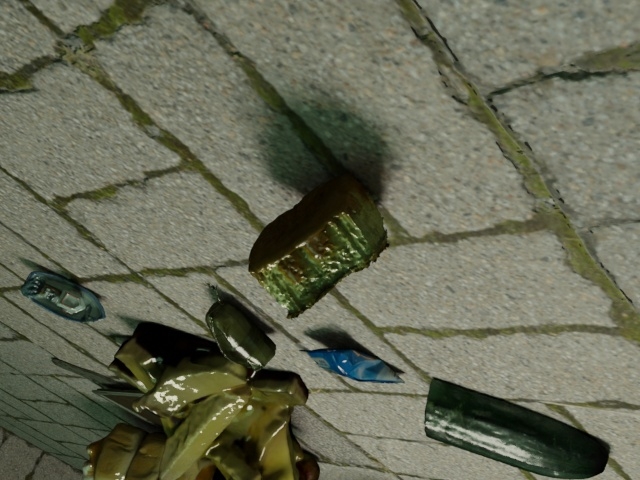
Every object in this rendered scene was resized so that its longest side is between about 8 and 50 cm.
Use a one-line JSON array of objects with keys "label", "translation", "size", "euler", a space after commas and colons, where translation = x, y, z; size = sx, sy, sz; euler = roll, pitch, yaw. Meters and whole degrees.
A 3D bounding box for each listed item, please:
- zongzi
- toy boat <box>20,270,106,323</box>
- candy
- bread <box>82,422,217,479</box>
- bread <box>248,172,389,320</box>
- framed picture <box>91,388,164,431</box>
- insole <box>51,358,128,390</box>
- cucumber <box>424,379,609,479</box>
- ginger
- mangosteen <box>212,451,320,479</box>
[{"label": "zongzi", "translation": [-0.148, 0.120, 1.109], "size": [0.130, 0.062, 0.154], "euler": [4, 141, 54]}, {"label": "toy boat", "translation": [-0.409, 0.094, 1.244], "size": [0.140, 0.059, 0.066], "euler": [27, 169, -10]}, {"label": "candy", "translation": [0.047, 0.175, 1.063], "size": [0.136, 0.038, 0.088], "euler": [28, 156, -27]}, {"label": "bread", "translation": [-0.376, 0.573, 1.870], "size": [0.342, 0.210, 0.300], "euler": [8, 137, 18]}, {"label": "bread", "translation": [0.000, 0.000, 0.713], "size": [0.128, 0.140, 0.069], "euler": [-37, 102, 12]}, {"label": "framed picture", "translation": [-0.344, 0.380, 1.718], "size": [0.296, 0.019, 0.232], "euler": [-8, 141, 45]}, {"label": "insole", "translation": [-0.513, 0.301, 1.728], "size": [0.194, 0.006, 0.065], "euler": [18, 151, 12]}, {"label": "cucumber", "translation": [0.258, 0.267, 1.035], "size": [0.244, 0.063, 0.115], "euler": [14, 150, 15]}, {"label": "ginger", "translation": [-0.193, 0.323, 1.321], "size": [0.414, 0.211, 0.358], "euler": [27, 149, -4]}, {"label": "mangosteen", "translation": [-0.118, 0.493, 1.562], "size": [0.210, 0.209, 0.210], "euler": [18, 151, 11]}]
